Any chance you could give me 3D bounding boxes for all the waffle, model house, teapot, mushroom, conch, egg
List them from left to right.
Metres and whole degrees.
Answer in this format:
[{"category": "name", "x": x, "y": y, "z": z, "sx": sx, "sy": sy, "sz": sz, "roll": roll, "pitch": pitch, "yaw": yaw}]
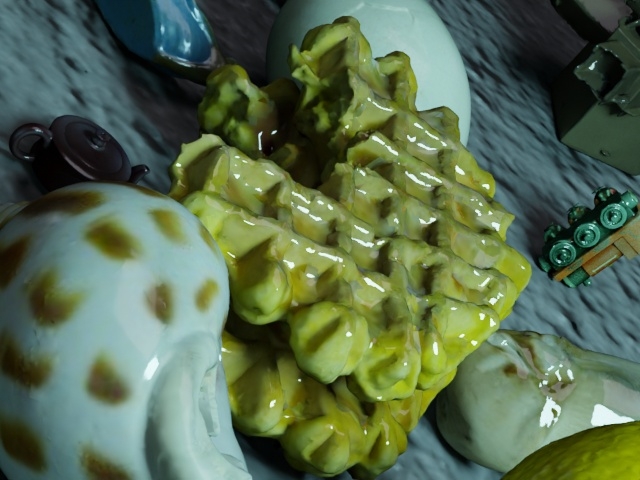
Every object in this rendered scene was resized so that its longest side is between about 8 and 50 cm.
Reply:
[{"category": "teapot", "x": -0.159, "y": -0.056, "z": 1.198, "sx": 0.100, "sy": 0.045, "sz": 0.068, "roll": 21, "pitch": 33, "yaw": -35}, {"category": "conch", "x": -0.118, "y": 0.059, "z": 0.980, "sx": 0.149, "sy": 0.183, "sz": 0.275, "roll": -9, "pitch": 41, "yaw": -4}, {"category": "waffle", "x": 0.000, "y": 0.000, "z": 1.195, "sx": 0.261, "sy": 0.151, "sz": 0.324, "roll": 45, "pitch": 35, "yaw": -6}, {"category": "egg", "x": 0.040, "y": -0.120, "z": 1.425, "sx": 0.151, "sy": 0.151, "sz": 0.209, "roll": 8, "pitch": 44, "yaw": -46}, {"category": "model house", "x": 0.306, "y": -0.194, "z": 1.800, "sx": 0.204, "sy": 0.211, "sz": 0.243, "roll": 48, "pitch": 29, "yaw": 14}, {"category": "mushroom", "x": 0.258, "y": 0.192, "z": 1.294, "sx": 0.397, "sy": 0.126, "sz": 0.177, "roll": 42, "pitch": 51, "yaw": 4}]

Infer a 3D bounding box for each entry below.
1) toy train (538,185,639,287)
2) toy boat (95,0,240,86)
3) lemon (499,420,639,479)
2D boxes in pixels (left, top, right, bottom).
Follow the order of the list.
[{"category": "toy train", "x": 0.239, "y": 0.001, "z": 1.563, "sx": 0.064, "sy": 0.103, "sz": 0.044, "roll": 46, "pitch": 17, "yaw": -24}, {"category": "toy boat", "x": -0.125, "y": -0.192, "z": 1.399, "sx": 0.077, "sy": 0.075, "sz": 0.185, "roll": -3, "pitch": 53, "yaw": -42}, {"category": "lemon", "x": 0.167, "y": 0.235, "z": 1.014, "sx": 0.219, "sy": 0.240, "sz": 0.240, "roll": -33, "pitch": 75, "yaw": -37}]
